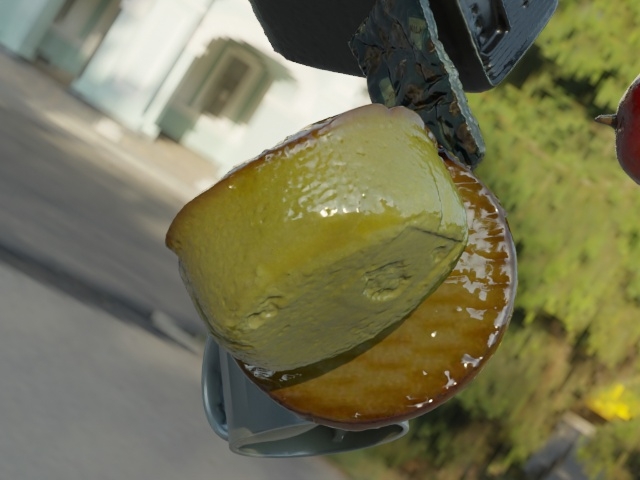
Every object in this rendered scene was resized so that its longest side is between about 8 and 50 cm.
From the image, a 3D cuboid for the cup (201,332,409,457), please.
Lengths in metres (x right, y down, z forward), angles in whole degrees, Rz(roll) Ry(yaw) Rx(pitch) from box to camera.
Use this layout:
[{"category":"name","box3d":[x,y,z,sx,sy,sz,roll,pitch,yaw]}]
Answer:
[{"category":"cup","box3d":[-0.046,0.114,2.064,0.236,0.327,0.322,10,-25,-42]}]

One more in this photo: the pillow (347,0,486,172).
[{"category":"pillow","box3d":[0.113,-0.171,1.861,0.189,0.034,0.256,-45,-117,59]}]

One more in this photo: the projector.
[{"category":"projector","box3d":[0.081,-0.426,2.134,0.405,0.242,0.395,14,-37,40]}]

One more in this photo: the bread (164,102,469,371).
[{"category":"bread","box3d":[0.000,0.000,1.372,0.270,0.270,0.148,28,31,-60]}]

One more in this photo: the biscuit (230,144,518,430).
[{"category":"biscuit","box3d":[0.044,0.037,1.600,0.318,0.318,0.040,33,-9,19]}]

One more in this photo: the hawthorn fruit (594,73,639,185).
[{"category":"hawthorn fruit","box3d":[0.508,-0.155,2.186,0.249,0.215,0.215,4,-10,24]}]
